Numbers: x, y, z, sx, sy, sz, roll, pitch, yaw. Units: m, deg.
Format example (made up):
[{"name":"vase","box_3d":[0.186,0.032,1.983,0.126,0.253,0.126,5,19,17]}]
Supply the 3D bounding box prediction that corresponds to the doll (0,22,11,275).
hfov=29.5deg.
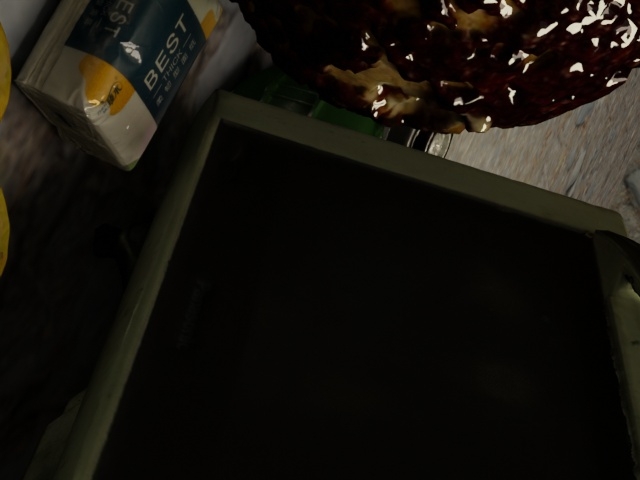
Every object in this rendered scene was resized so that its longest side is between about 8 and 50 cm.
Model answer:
[{"name":"doll","box_3d":[-0.155,0.004,0.190,0.314,0.141,0.177,-35,131,-67]}]

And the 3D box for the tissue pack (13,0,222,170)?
[{"name":"tissue pack","box_3d":[-0.076,-0.077,0.474,0.083,0.042,0.062,-62,164,-15]}]

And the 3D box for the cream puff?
[{"name":"cream puff","box_3d":[0.040,-0.158,0.429,0.164,0.239,0.239,9,106,-34]}]

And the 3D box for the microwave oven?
[{"name":"microwave oven","box_3d":[-0.011,0.168,0.483,0.394,0.247,0.333,-80,-178,-58]}]

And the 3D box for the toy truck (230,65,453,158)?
[{"name":"toy truck","box_3d":[0.000,0.000,0.700,0.125,0.101,0.243,-47,151,-37]}]
